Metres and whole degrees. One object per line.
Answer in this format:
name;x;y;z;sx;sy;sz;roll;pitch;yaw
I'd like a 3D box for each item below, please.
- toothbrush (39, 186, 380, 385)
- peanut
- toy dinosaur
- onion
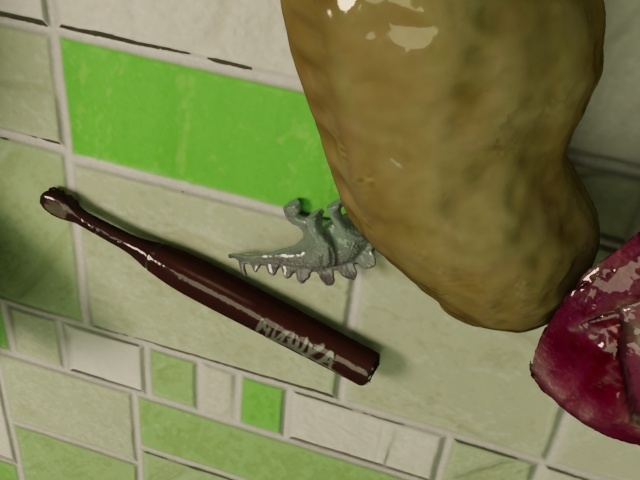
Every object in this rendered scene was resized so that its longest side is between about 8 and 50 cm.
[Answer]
toothbrush;-0.108;0.043;0.824;0.364;0.041;0.041;27;130;1
peanut;0.092;-0.091;0.568;0.192;0.169;0.387;-21;124;0
toy dinosaur;-0.001;0.001;0.751;0.209;0.039;0.082;-15;119;31
onion;0.284;0.084;0.592;0.247;0.111;0.250;7;135;-21
